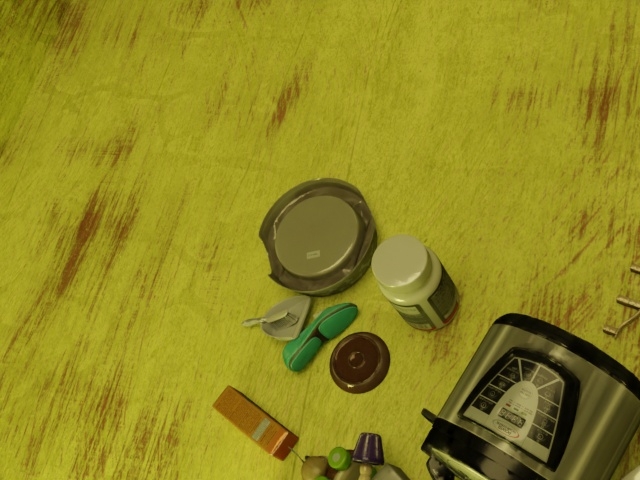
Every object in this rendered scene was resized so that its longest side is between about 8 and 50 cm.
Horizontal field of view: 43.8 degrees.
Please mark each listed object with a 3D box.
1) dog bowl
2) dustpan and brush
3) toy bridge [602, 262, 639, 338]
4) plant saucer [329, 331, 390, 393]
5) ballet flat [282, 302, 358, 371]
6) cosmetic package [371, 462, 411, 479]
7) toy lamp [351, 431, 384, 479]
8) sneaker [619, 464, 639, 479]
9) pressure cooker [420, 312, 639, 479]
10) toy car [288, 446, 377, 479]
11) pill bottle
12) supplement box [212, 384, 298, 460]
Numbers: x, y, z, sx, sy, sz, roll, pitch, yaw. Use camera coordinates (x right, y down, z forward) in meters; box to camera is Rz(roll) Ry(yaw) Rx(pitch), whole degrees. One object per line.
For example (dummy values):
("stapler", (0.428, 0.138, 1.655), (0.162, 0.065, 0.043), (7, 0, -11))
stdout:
("dog bowl", (0.000, 0.000, 2.224), (0.348, 0.102, 0.349), (-11, 61, 20))
("dustpan and brush", (-0.133, 0.220, 2.187), (0.211, 0.060, 0.147), (-23, 34, 40))
("toy bridge", (0.726, 0.147, 1.866), (0.063, 0.026, 0.188), (21, 75, 30))
("plant saucer", (0.097, 0.311, 2.064), (0.168, 0.029, 0.168), (-11, 60, 19))
("ballet flat", (-0.011, 0.239, 2.121), (0.247, 0.083, 0.087), (-44, 41, -4))
("cosmetic package", (0.199, 0.634, 1.806), (0.127, 0.107, 0.238), (-48, 58, -1))
("toy lamp", (0.096, 0.571, 1.784), (0.080, 0.080, 0.275), (1, 71, 25))
("sneaker", (0.761, 0.492, 1.606), (0.366, 0.135, 0.150), (-29, 53, 9))
("pressure cooker", (0.435, 0.412, 1.659), (0.375, 0.370, 0.420), (35, 80, -10))
("toy car", (0.011, 0.547, 1.917), (0.188, 0.155, 0.149), (22, 75, 44))
("pill bottle", (0.233, 0.103, 1.955), (0.161, 0.283, 0.161), (-10, 61, 19))
("supplement box", (-0.171, 0.472, 2.071), (0.233, 0.078, 0.080), (28, 78, 32))
